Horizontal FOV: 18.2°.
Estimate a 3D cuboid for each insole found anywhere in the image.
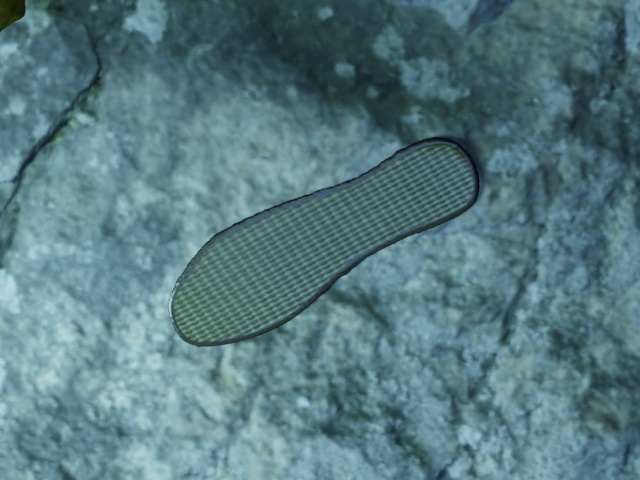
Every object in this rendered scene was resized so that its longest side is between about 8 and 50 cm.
[{"bbox_3d":[0.000,0.000,1.467,0.253,0.005,0.086,-29,106,3],"label":"insole"}]

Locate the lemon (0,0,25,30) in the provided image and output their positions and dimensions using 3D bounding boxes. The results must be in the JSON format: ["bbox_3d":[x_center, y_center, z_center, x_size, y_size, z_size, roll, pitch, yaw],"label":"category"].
[{"bbox_3d":[-0.336,-0.208,1.254,0.316,0.285,0.285,12,105,15],"label":"lemon"}]
